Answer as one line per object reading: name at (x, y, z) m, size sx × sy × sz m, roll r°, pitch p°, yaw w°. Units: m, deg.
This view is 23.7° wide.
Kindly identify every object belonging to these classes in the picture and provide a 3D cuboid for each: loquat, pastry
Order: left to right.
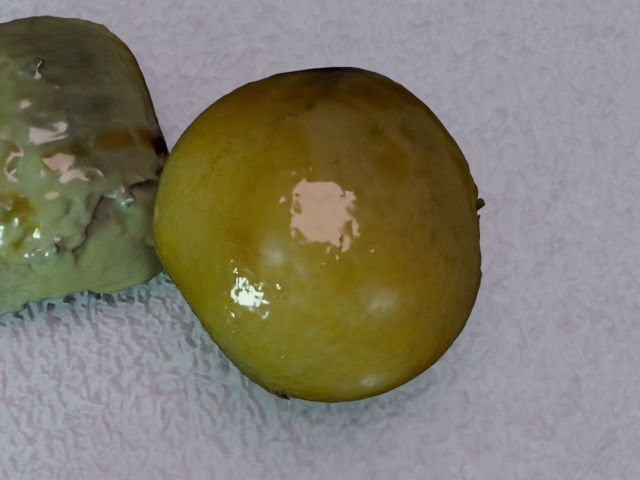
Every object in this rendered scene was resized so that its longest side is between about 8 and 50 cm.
pastry at (-0.238, -0.079, 1.223) m, size 0.236 × 0.170 × 0.256 m, roll -12°, pitch 63°, yaw -15°
loquat at (0.000, 0.000, 1.162) m, size 0.263 × 0.263 × 0.263 m, roll 2°, pitch 66°, yaw -5°
